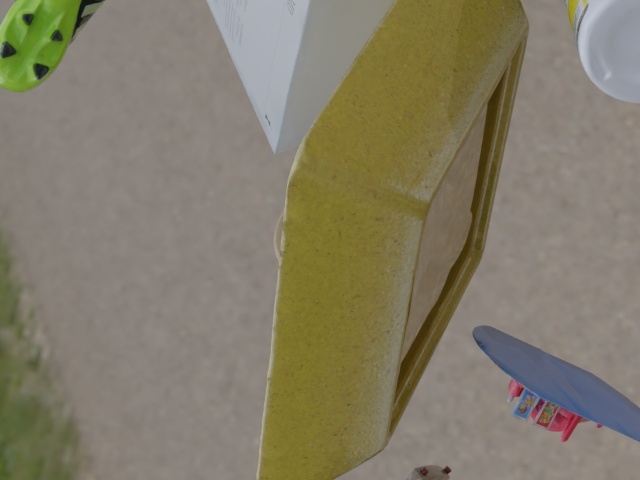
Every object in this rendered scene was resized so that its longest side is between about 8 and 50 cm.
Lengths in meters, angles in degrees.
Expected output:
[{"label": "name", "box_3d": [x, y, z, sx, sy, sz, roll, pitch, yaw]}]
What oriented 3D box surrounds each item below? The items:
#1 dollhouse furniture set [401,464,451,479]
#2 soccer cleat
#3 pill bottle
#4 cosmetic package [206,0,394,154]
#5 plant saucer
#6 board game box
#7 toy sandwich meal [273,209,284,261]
[{"label": "dollhouse furniture set", "box_3d": [0.061, 0.259, 1.416, 0.129, 0.184, 0.129, -46, 69, 13]}, {"label": "soccer cleat", "box_3d": [-0.159, -0.174, 1.214, 0.179, 0.060, 0.072, -54, 17, -6]}, {"label": "pill bottle", "box_3d": [0.155, -0.120, 0.936, 0.116, 0.065, 0.065, -89, 24, -60]}, {"label": "cosmetic package", "box_3d": [-0.038, -0.267, 1.502, 0.377, 0.097, 0.284, 109, 140, -72]}, {"label": "plant saucer", "box_3d": [0.062, -0.015, 1.329, 0.333, 0.081, 0.332, -59, -18, -45]}, {"label": "board game box", "box_3d": [0.179, 0.122, 1.407, 0.033, 0.169, 0.133, -60, 22, 12]}, {"label": "toy sandwich meal", "box_3d": [0.000, 0.000, 1.552, 0.086, 0.029, 0.085, -8, 73, 26]}]
